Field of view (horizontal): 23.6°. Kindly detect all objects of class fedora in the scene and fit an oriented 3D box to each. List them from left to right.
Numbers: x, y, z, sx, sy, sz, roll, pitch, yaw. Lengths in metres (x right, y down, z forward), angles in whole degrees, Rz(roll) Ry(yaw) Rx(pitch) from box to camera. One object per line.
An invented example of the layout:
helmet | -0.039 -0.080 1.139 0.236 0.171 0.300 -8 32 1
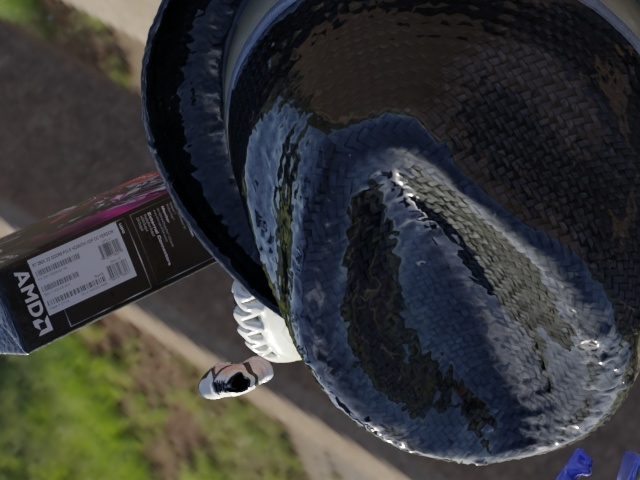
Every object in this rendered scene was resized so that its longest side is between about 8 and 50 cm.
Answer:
fedora | 0.066 -0.008 0.713 0.334 0.152 0.334 1 133 1

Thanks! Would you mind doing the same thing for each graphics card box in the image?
graphics card box | -0.202 0.001 1.567 0.233 0.371 0.094 -3 111 58

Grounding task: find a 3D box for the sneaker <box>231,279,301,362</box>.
sneaker | 0.000 0.000 1.121 0.118 0.110 0.292 12 143 9

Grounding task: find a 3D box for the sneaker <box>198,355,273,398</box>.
sneaker | -0.106 0.162 1.769 0.109 0.044 0.040 -23 97 39

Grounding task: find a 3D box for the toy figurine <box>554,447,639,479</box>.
toy figurine | 0.283 0.241 1.103 0.362 0.217 0.191 20 169 7
